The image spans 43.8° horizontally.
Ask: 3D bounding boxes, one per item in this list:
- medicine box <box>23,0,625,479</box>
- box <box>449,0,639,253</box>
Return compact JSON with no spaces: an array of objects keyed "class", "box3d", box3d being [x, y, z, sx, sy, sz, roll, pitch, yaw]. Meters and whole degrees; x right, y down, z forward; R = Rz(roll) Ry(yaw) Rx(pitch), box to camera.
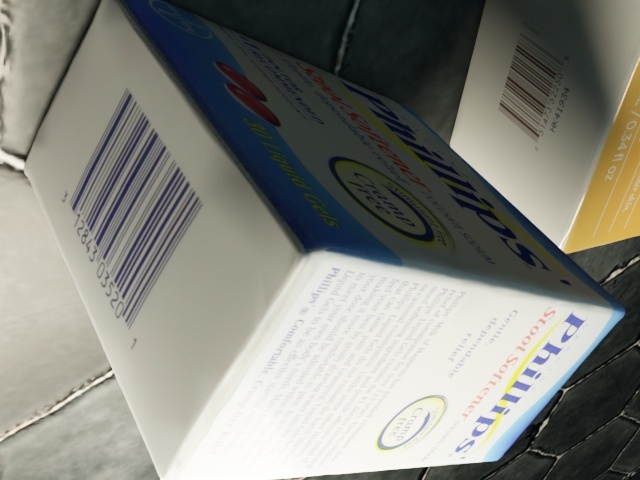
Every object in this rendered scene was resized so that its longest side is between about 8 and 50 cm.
[{"class":"medicine box","box3d":[0.000,0.000,0.515,0.289,0.263,0.149,11,121,-44]},{"class":"box","box3d":[0.314,-0.149,0.671,0.345,0.168,0.215,-12,133,-23]}]
